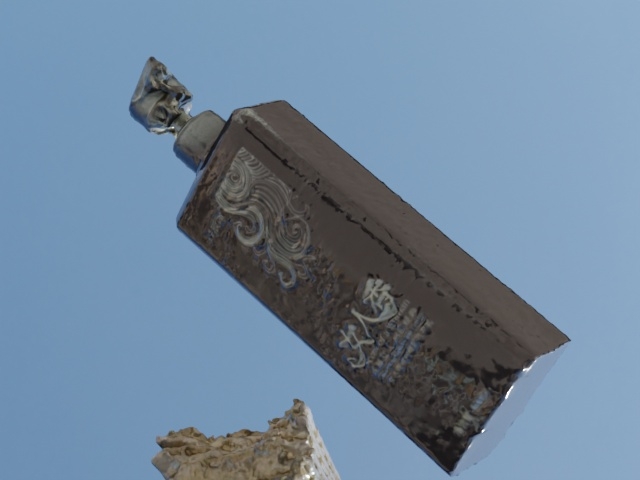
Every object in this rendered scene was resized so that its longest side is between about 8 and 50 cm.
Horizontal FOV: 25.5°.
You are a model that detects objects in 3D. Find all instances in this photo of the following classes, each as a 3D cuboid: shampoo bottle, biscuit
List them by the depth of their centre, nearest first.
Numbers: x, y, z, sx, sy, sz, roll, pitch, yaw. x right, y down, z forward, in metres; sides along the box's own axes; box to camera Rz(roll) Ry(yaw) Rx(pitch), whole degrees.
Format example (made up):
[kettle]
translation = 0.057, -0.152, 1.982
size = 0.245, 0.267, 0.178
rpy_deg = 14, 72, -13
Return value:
[shampoo bottle]
translation = 0.000, 0.000, 0.848
size = 0.309, 0.098, 0.071
rpy_deg = 41, -147, 22
[biscuit]
translation = -0.026, 0.214, 1.003
size = 0.108, 0.239, 0.062
rpy_deg = -15, -142, 10
